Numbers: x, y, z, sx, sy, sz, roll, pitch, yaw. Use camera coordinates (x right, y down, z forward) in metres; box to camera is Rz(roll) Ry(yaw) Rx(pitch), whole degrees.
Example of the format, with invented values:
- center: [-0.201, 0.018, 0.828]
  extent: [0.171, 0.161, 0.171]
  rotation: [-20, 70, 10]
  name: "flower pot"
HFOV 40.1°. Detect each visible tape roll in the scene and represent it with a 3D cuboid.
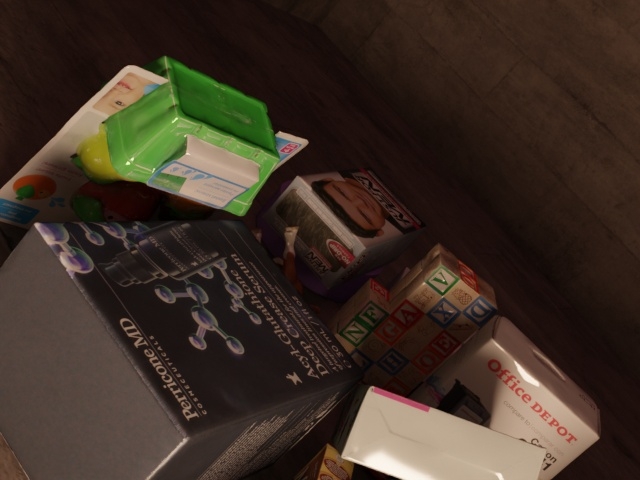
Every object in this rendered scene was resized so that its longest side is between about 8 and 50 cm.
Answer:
- center: [0.000, 0.000, 1.832]
  extent: [0.274, 0.090, 0.275]
  rotation: [34, 23, -17]
  name: "tape roll"

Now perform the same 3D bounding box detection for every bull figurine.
- center: [-0.096, 0.083, 1.414]
  extent: [0.310, 0.101, 0.189]
  rotation: [-32, 120, -61]
  name: "bull figurine"

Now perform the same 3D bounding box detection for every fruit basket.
- center: [-0.239, -0.078, 1.224]
  extent: [0.327, 0.353, 0.165]
  rotation: [20, 39, -46]
  name: "fruit basket"

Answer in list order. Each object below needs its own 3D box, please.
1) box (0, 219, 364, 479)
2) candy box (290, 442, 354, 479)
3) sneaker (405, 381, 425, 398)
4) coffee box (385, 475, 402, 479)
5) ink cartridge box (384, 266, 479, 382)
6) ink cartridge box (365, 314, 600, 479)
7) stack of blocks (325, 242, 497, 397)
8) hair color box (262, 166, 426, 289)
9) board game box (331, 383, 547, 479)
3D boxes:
- center: [-0.182, 0.147, 1.071]
  extent: [0.293, 0.212, 0.395]
  rotation: [50, 23, 18]
  name: "box"
- center: [-0.019, 0.351, 1.101]
  extent: [0.053, 0.109, 0.187]
  rotation: [38, 22, -6]
  name: "candy box"
- center: [0.186, 0.291, 1.593]
  extent: [0.081, 0.090, 0.232]
  rotation: [27, 26, -33]
  name: "sneaker"
- center: [0.145, 0.396, 1.161]
  extent: [0.141, 0.098, 0.246]
  rotation: [43, -11, -2]
  name: "coffee box"
- center: [0.225, 0.208, 1.783]
  extent: [0.278, 0.117, 0.201]
  rotation: [42, 21, 0]
  name: "ink cartridge box"
- center: [0.249, 0.305, 1.379]
  extent: [0.226, 0.306, 0.131]
  rotation: [43, 21, 3]
  name: "ink cartridge box"
- center: [0.135, 0.146, 1.498]
  extent: [0.171, 0.297, 0.087]
  rotation: [38, 22, -13]
  name: "stack of blocks"
- center: [0.060, -0.036, 1.726]
  extent: [0.185, 0.113, 0.374]
  rotation: [47, 22, 12]
  name: "hair color box"
- center: [0.138, 0.267, 1.150]
  extent: [0.224, 0.098, 0.303]
  rotation: [21, -10, 1]
  name: "board game box"
